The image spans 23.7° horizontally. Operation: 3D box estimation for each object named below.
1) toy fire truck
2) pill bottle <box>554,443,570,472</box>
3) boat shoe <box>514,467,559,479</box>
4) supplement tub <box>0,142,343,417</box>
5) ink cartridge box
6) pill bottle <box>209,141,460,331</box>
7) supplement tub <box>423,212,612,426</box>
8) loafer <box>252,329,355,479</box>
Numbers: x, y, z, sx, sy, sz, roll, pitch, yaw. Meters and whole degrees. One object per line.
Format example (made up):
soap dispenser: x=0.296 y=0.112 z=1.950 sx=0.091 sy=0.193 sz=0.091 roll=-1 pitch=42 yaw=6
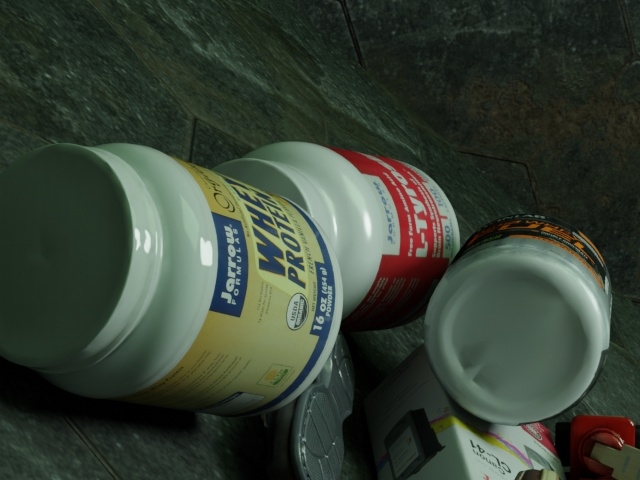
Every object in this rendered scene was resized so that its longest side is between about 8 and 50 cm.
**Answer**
toy fire truck: x=0.353 y=0.318 z=1.807 sx=0.158 sy=0.217 sz=0.246 roll=2 pitch=-6 yaw=10
pill bottle: x=0.366 y=0.361 z=2.031 sx=0.208 sy=0.119 sz=0.119 roll=36 pitch=19 yaw=-26
boat shoe: x=0.131 y=0.321 z=1.465 sx=0.123 sy=0.123 sz=0.342 roll=22 pitch=41 yaw=17
supplement tub: x=-0.147 y=0.039 z=1.405 sx=0.316 sy=0.228 sz=0.228 roll=18 pitch=31 yaw=-56
ink cartridge box: x=0.182 y=0.286 z=1.761 sx=0.226 sy=0.131 sz=0.306 roll=38 pitch=16 yaw=-22
pill bottle: x=0.000 y=0.000 z=1.841 sx=0.229 sy=0.229 sz=0.407 roll=50 pitch=18 yaw=17
supplement tub: x=0.242 y=0.081 z=1.816 sx=0.207 sy=0.207 sz=0.338 roll=45 pitch=14 yaw=1
loafer: x=-0.027 y=0.189 z=1.614 sx=0.302 sy=0.095 sz=0.109 roll=-68 pitch=142 yaw=-67
